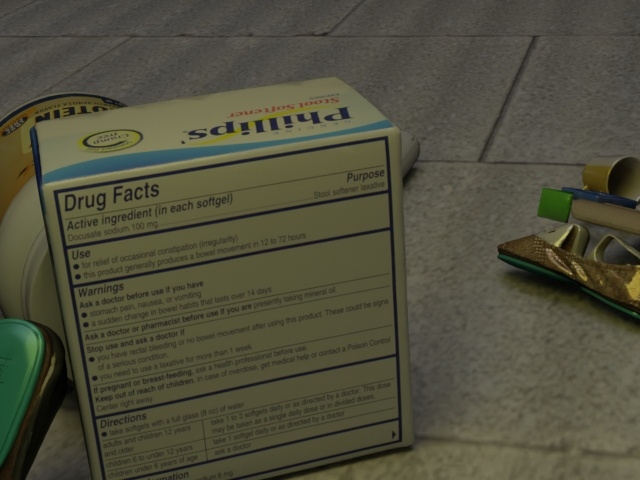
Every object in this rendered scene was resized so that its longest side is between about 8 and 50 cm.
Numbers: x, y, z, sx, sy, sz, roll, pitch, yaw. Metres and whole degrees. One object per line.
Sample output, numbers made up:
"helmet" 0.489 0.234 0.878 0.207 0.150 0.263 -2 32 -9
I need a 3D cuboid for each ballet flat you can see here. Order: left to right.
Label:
"ballet flat" -0.252 0.191 0.867 0.095 0.096 0.280 18 63 15
"ballet flat" 0.269 0.021 1.211 0.206 0.067 0.073 25 4 42

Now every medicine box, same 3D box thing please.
"medicine box" -0.076 0.040 0.966 0.264 0.289 0.149 -10 24 -13

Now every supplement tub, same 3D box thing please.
"supplement tub" -0.215 -0.005 1.173 0.228 0.228 0.316 -14 25 -19

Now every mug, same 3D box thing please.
"mug" 0.342 -0.074 1.442 0.078 0.062 0.064 -8 15 -25

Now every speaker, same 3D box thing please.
"speaker" 0.086 -0.096 1.542 0.055 0.055 0.136 4 26 19

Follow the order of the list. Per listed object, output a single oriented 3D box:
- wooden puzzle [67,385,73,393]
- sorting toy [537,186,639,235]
"wooden puzzle" -0.273 0.138 1.133 0.083 0.006 0.049 -2 24 5
"sorting toy" 0.380 0.000 1.236 0.196 0.047 0.348 2 11 -45
